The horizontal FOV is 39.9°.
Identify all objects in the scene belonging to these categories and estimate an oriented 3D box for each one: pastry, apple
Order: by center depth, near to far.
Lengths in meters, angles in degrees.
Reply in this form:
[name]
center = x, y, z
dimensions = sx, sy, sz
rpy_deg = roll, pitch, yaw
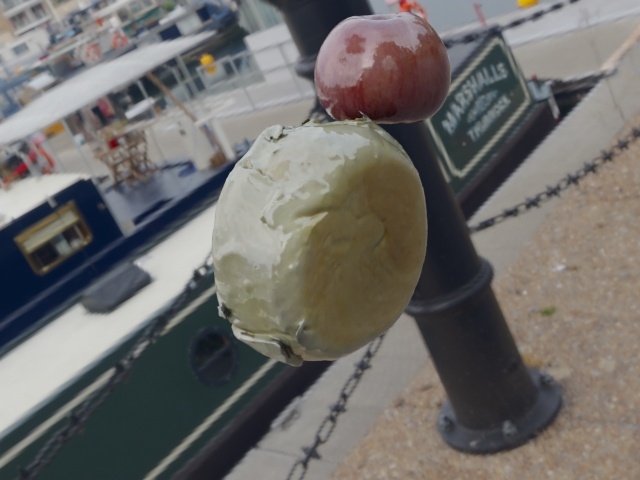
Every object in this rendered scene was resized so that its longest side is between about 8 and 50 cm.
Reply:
[pastry]
center = 0.001, -0.002, 0.901
dimensions = 0.133, 0.264, 0.265
rpy_deg = 18, 44, 35
[apple]
center = 0.067, -0.188, 0.968
dimensions = 0.153, 0.120, 0.153
rpy_deg = -2, 14, 0
